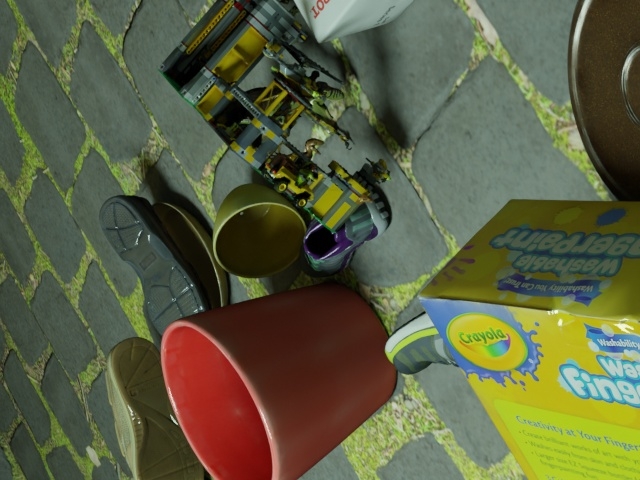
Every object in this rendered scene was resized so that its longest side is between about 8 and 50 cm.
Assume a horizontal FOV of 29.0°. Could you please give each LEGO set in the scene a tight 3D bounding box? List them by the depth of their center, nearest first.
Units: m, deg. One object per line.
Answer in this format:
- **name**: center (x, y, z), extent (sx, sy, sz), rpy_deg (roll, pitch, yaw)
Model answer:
- **LEGO set**: center (-0.031, -0.183, 1.504), extent (0.255, 0.192, 0.331), rpy_deg (39, -174, -31)

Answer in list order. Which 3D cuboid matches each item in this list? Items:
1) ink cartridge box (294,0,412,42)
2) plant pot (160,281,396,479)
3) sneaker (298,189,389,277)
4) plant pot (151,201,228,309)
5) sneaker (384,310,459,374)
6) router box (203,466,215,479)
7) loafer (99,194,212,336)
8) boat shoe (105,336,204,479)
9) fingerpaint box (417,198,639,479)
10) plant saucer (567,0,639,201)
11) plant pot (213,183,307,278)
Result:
- **ink cartridge box**: center (0.015, -0.386, 1.340), extent (0.278, 0.117, 0.201), rpy_deg (61, 149, 7)
- **plant pot**: center (-0.048, 0.188, 1.703), extent (0.275, 0.243, 0.275), rpy_deg (36, 139, 40)
- **sneaker**: center (0.000, 0.000, 1.643), extent (0.083, 0.098, 0.223), rpy_deg (60, 148, 10)
- **plant pot**: center (-0.221, 0.042, 2.073), extent (0.236, 0.032, 0.236), rpy_deg (34, 136, 41)
- **sneaker**: center (0.177, 0.120, 1.453), extent (0.121, 0.111, 0.300), rpy_deg (58, 150, 5)
- **router box**: center (-0.187, 0.367, 2.194), extent (0.309, 0.081, 0.243), rpy_deg (31, 134, 44)
- **loafer**: center (-0.246, 0.051, 2.025), extent (0.109, 0.095, 0.302), rpy_deg (-35, 84, 28)
- **boat shoe**: center (-0.292, 0.338, 2.154), extent (0.110, 0.122, 0.341), rpy_deg (-26, 77, 63)
- **fingerpaint box**: center (0.352, 0.153, 1.068), extent (0.445, 0.163, 0.371), rpy_deg (3, 131, 56)
- **plant saucer**: center (0.305, -0.135, 1.075), extent (0.310, 0.050, 0.310), rpy_deg (47, 144, 49)
- **plant pot**: center (-0.095, -0.027, 1.762), extent (0.095, 0.134, 0.134), rpy_deg (-113, 21, -49)
